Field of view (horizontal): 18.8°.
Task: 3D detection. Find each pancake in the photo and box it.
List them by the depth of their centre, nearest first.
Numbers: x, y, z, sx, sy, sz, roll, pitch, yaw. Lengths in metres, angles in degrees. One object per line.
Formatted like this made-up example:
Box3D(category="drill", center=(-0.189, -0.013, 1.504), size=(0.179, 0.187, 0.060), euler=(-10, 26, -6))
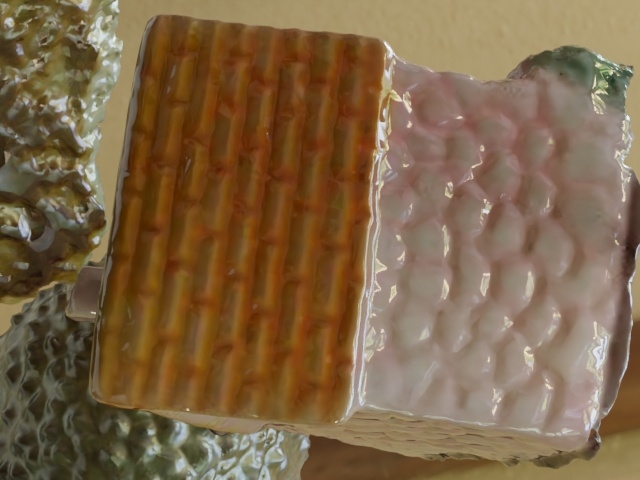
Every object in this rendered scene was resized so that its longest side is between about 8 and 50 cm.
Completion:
Box3D(category="pancake", center=(-0.126, -0.114, 0.776), size=(0.244, 0.266, 0.057), euler=(-37, -142, 5))

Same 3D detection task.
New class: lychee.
Box3D(category="lychee", center=(-0.122, 0.133, 1.373), size=(0.255, 0.255, 0.274), euler=(-21, -162, 0))

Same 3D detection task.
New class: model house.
Box3D(category="model house", center=(0.000, 0.000, 0.962), size=(0.237, 0.237, 0.202), euler=(10, -98, -18))
